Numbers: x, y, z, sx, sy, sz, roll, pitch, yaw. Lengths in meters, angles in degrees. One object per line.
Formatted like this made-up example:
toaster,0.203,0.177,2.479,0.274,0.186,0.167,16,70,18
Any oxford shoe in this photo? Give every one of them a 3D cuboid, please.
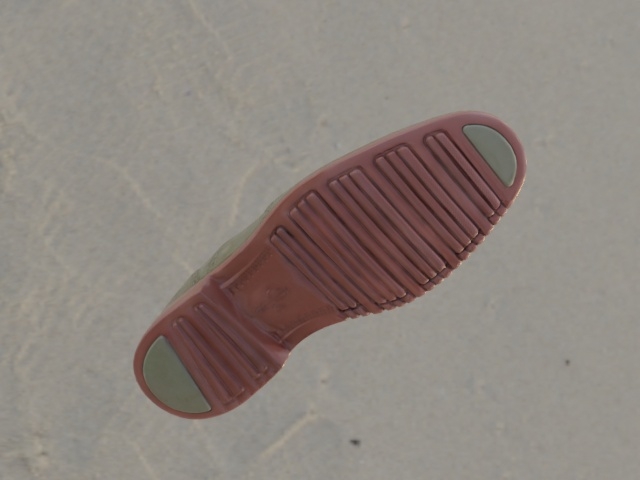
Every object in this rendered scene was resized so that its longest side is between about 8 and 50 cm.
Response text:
oxford shoe,0.000,0.000,1.031,0.140,0.397,0.146,52,19,-16
